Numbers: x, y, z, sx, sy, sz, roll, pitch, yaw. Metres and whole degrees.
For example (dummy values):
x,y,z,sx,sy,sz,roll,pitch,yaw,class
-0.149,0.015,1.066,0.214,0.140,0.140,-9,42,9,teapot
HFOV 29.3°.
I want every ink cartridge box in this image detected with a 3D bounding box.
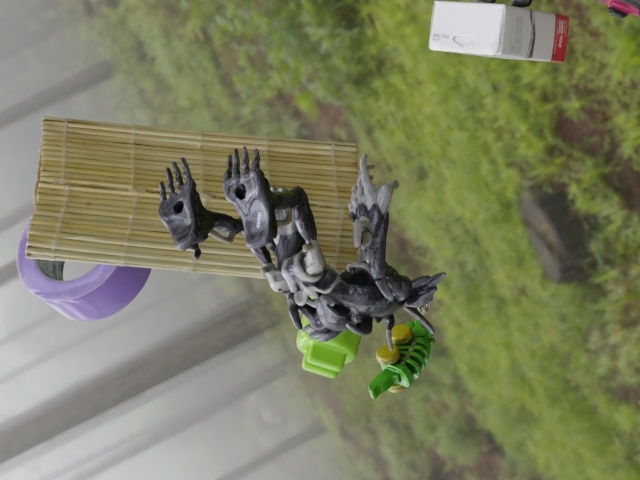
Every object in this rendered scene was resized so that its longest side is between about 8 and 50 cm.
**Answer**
x,y,z,sx,sy,sz,roll,pitch,yaw,class
0.201,-0.234,1.373,0.099,0.135,0.056,13,101,40,ink cartridge box

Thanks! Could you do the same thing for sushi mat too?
x,y,z,sx,sy,sz,roll,pitch,yaw,class
-0.117,-0.039,1.173,0.019,0.316,0.152,104,170,-63,sushi mat

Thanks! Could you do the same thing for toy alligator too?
x,y,z,sx,sy,sz,roll,pitch,yaw,class
0.117,0.130,1.508,0.190,0.051,0.056,-52,-46,-45,toy alligator

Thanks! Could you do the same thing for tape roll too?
x,y,z,sx,sy,sz,roll,pitch,yaw,class
-0.344,0.018,1.797,0.189,0.189,0.080,63,-174,33,tape roll

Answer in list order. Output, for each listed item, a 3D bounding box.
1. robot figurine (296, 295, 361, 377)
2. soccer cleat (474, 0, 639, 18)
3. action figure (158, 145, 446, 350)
x,y,z,sx,sy,sz,roll,pitch,yaw,class
0.014,0.087,1.311,0.101,0.067,0.115,117,169,-65,robot figurine
0.317,-0.332,1.377,0.116,0.331,0.143,53,-129,-67,soccer cleat
0.000,0.000,1.060,0.275,0.164,0.141,31,-129,-44,action figure
